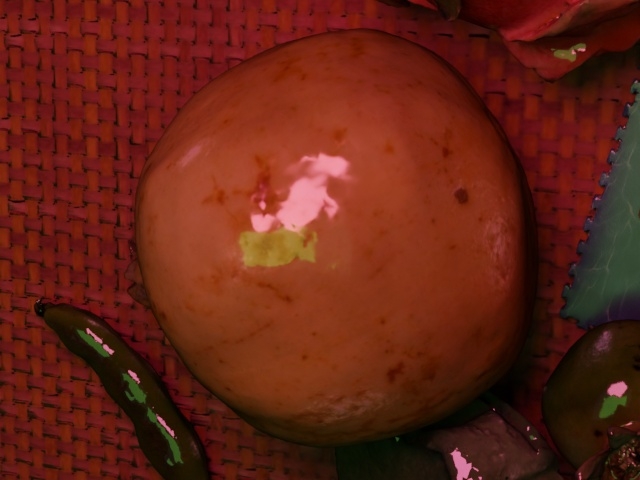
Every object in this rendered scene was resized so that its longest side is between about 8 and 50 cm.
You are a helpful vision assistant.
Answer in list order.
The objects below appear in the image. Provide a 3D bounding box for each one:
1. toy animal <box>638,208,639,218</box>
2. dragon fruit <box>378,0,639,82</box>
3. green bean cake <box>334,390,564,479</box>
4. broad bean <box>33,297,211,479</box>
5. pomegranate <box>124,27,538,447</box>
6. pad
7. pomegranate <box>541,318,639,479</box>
[{"bbox_3d":[0.373,-0.051,1.135,0.281,0.195,0.169,-22,55,18],"label":"toy animal"},{"bbox_3d":[0.148,-0.260,1.133,0.306,0.225,0.305,-1,62,2],"label":"dragon fruit"},{"bbox_3d":[0.112,0.236,1.269,0.222,0.125,0.227,2,111,62],"label":"green bean cake"},{"bbox_3d":[-0.173,0.143,1.434,0.065,0.046,0.254,-42,85,29],"label":"broad bean"},{"bbox_3d":[0.000,0.000,1.206,0.343,0.342,0.342,4,103,18],"label":"pomegranate"},{"bbox_3d":[0.352,-0.012,1.239,0.269,0.012,0.269,19,107,14],"label":"pad"},{"bbox_3d":[0.246,0.148,1.212,0.131,0.191,0.152,-40,91,19],"label":"pomegranate"}]
